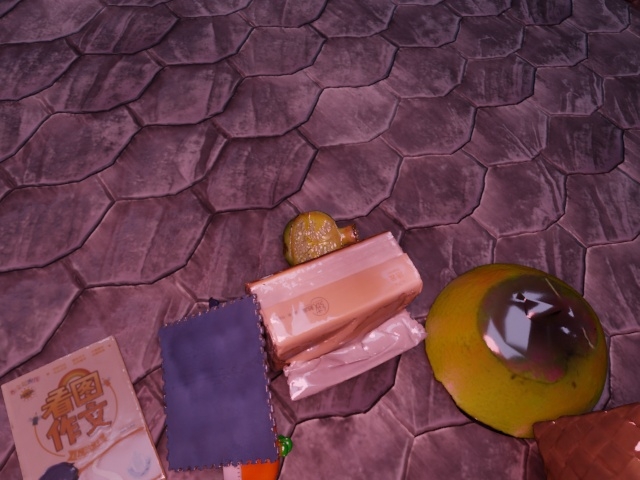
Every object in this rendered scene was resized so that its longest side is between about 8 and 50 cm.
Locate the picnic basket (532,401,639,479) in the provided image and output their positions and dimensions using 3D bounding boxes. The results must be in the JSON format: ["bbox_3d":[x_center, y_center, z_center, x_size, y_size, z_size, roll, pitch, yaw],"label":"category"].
[{"bbox_3d":[0.543,0.440,0.704,0.337,0.293,0.337,17,52,-23],"label":"picnic basket"}]

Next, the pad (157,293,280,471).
[{"bbox_3d":[-0.188,0.249,0.770,0.269,0.012,0.269,-20,70,30],"label":"pad"}]

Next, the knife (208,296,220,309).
[{"bbox_3d":[-0.196,0.161,0.935,0.121,0.018,0.031,42,97,18],"label":"knife"}]

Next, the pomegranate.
[{"bbox_3d":[-0.003,0.003,0.993,0.169,0.122,0.143,-15,82,-10],"label":"pomegranate"}]

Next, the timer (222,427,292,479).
[{"bbox_3d":[-0.111,0.368,0.784,0.136,0.099,0.136,1,72,-3],"label":"timer"}]

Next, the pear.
[{"bbox_3d":[0.425,0.192,0.916,0.398,0.165,0.399,3,60,-6],"label":"pear"}]

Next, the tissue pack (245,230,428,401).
[{"bbox_3d":[0.033,0.153,0.863,0.305,0.238,0.238,-20,65,-19],"label":"tissue pack"}]

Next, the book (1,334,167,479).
[{"bbox_3d":[-0.430,0.344,0.804,0.208,0.020,0.295,-25,66,-19],"label":"book"}]
